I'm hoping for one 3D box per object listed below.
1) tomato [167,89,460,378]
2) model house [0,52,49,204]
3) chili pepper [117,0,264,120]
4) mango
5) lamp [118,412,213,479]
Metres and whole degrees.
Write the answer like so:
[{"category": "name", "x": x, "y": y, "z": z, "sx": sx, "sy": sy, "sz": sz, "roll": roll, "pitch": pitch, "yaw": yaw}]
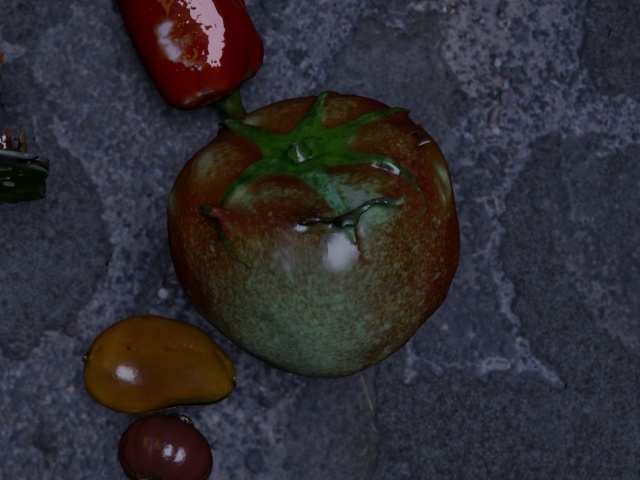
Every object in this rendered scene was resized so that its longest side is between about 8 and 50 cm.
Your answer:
[{"category": "tomato", "x": 0.000, "y": 0.000, "z": 1.210, "sx": 0.303, "sy": 0.303, "sz": 0.239, "roll": -25, "pitch": 129, "yaw": -16}, {"category": "model house", "x": -0.412, "y": -0.130, "z": 1.154, "sx": 0.294, "sy": 0.207, "sz": 0.154, "roll": 3, "pitch": 79, "yaw": -15}, {"category": "chili pepper", "x": -0.131, "y": -0.211, "z": 1.275, "sx": 0.135, "sy": 0.131, "sz": 0.338, "roll": -21, "pitch": 91, "yaw": -7}, {"category": "mango", "x": -0.173, "y": 0.133, "z": 1.249, "sx": 0.159, "sy": 0.084, "sz": 0.105, "roll": 9, "pitch": 64, "yaw": -34}, {"category": "lamp", "x": -0.161, "y": 0.224, "z": 1.229, "sx": 0.101, "sy": 0.101, "sz": 0.090, "roll": 30, "pitch": 56, "yaw": -10}]
